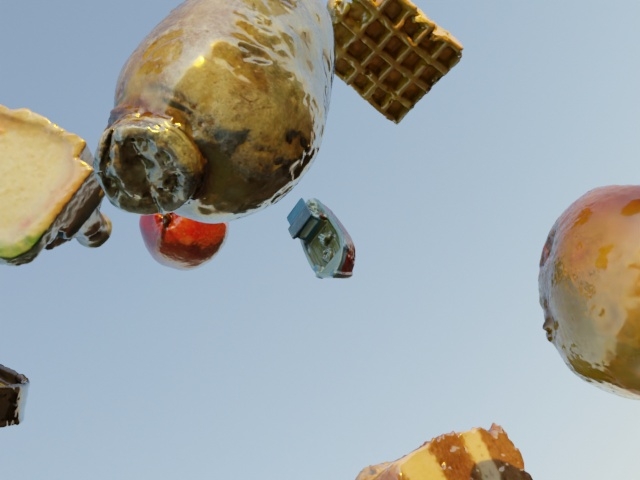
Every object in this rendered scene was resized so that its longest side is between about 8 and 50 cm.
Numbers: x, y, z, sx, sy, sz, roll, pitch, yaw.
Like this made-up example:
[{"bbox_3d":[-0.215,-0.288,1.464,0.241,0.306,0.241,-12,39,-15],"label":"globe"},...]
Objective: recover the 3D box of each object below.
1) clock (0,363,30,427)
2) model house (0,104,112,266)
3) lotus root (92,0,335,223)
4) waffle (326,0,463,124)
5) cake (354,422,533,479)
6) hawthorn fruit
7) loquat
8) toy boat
[{"bbox_3d":[-0.350,0.122,0.745,0.184,0.185,0.040,22,-99,-55],"label":"clock"},{"bbox_3d":[-0.516,-0.076,1.415,0.245,0.312,0.280,-60,-7,-18],"label":"model house"},{"bbox_3d":[-0.065,-0.138,0.725,0.349,0.175,0.175,-70,-17,-49],"label":"lotus root"},{"bbox_3d":[0.092,-0.294,1.265,0.211,0.055,0.160,35,-68,-29],"label":"waffle"},{"bbox_3d":[0.166,0.438,1.232,0.290,0.282,0.256,4,-40,-47],"label":"cake"},{"bbox_3d":[-0.304,-0.034,1.824,0.196,0.197,0.225,-56,-15,-2],"label":"hawthorn fruit"},{"bbox_3d":[0.396,0.058,0.970,0.276,0.284,0.275,-3,-90,-87],"label":"loquat"},{"bbox_3d":[0.000,0.000,1.180,0.059,0.173,0.069,23,-65,-36],"label":"toy boat"}]
